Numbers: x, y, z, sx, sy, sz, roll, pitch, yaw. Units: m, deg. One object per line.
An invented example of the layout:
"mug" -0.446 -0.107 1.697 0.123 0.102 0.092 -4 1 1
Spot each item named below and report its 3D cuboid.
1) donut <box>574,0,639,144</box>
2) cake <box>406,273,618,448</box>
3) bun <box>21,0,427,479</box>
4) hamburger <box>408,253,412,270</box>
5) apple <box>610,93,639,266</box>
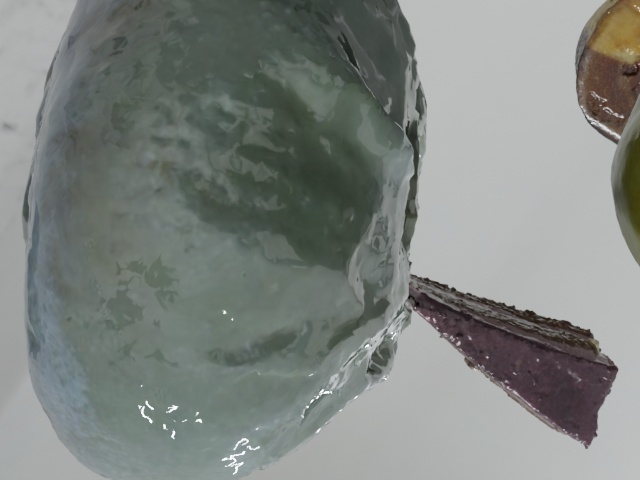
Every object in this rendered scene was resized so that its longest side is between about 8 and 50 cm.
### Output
"donut" 0.380 -0.233 1.812 0.141 0.217 0.085 24 -157 -16
"cake" 0.193 0.102 1.565 0.295 0.112 0.116 32 -175 -24
"bun" -0.045 -0.027 0.873 0.211 0.361 0.362 2 -171 5
"hamburger" 0.002 0.001 1.756 0.214 0.125 0.235 8 -167 35
"apple" 0.259 -0.055 0.719 0.194 0.261 0.261 33 -170 4
